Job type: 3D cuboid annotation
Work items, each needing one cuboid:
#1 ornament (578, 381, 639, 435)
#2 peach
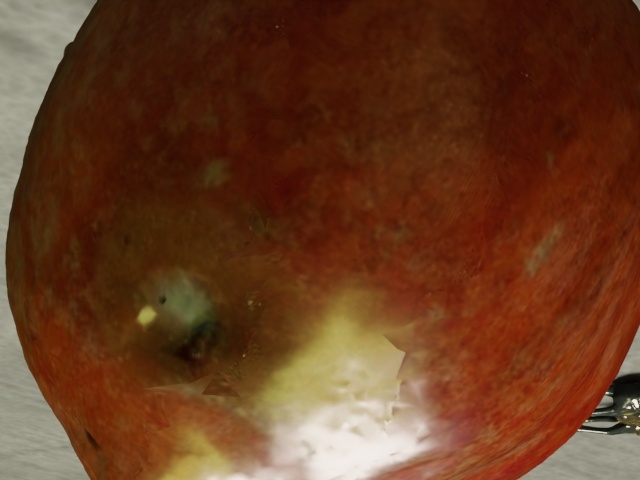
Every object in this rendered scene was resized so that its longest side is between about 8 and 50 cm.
[{"bbox_3d":[0.224,0.112,0.883,0.125,0.028,0.073,-7,150,23],"label":"ornament"},{"bbox_3d":[0.000,0.000,0.453,0.232,0.257,0.232,19,155,9],"label":"peach"}]
